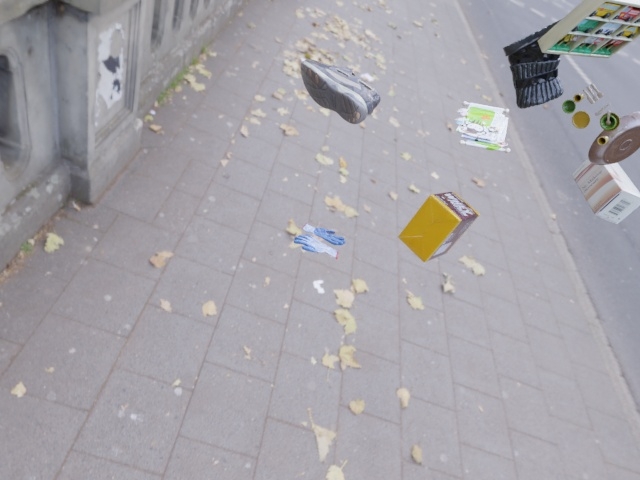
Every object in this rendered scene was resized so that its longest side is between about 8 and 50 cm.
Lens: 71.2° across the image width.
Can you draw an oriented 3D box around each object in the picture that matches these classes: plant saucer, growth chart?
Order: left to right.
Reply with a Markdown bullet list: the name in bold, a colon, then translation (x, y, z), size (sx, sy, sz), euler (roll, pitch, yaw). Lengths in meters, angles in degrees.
- **growth chart**: translation (0.509, -0.360, 1.406), size (0.171, 0.021, 0.237), euler (10, 52, 13)
- **plant saucer**: translation (0.945, -0.308, 1.400), size (0.198, 0.199, 0.036), euler (3, 45, -26)

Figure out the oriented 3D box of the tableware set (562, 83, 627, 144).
- **tableware set**: translation (0.706, -0.320, 1.165), size (0.024, 0.104, 0.154), euler (-25, 79, -28)

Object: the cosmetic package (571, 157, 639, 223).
- **cosmetic package**: translation (1.246, -0.234, 1.952), size (0.129, 0.153, 0.296), euler (20, 40, -11)

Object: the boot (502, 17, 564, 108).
- **boot**: translation (0.885, -0.673, 1.676), size (0.131, 0.347, 0.260), euler (-42, 110, -56)

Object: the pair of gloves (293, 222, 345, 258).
- **pair of gloves**: translation (0.000, 0.000, 1.489), size (0.159, 0.023, 0.198), euler (23, 26, 3)

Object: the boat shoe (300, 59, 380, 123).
- **boat shoe**: translation (0.065, -0.522, 1.532), size (0.130, 0.132, 0.355), euler (-32, 60, -20)

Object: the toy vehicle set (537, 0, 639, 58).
- **toy vehicle set**: translation (0.675, -0.509, 1.062), size (0.266, 0.166, 0.035), euler (-8, 75, -26)

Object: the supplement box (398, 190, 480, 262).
- **supplement box**: translation (0.406, -0.051, 1.525), size (0.129, 0.191, 0.194), euler (47, 33, 22)
